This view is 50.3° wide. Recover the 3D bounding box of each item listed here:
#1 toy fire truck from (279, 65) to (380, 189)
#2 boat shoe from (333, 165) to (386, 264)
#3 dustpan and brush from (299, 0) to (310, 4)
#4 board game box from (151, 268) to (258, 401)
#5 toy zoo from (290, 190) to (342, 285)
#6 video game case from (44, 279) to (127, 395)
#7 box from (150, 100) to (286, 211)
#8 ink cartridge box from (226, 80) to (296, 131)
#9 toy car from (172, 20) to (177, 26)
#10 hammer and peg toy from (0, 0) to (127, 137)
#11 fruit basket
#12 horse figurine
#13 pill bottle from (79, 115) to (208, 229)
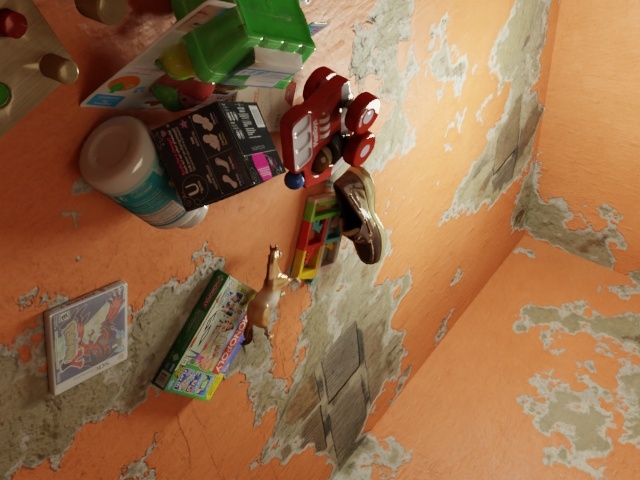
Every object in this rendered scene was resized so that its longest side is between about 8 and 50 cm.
[{"bbox_3d":[-0.003,-0.248,1.638,0.254,0.169,0.302,-43,157,-25],"label":"toy fire truck"},{"bbox_3d":[0.100,-0.052,1.978,0.123,0.123,0.341,-37,136,-27],"label":"boat shoe"},{"bbox_3d":[-0.100,-0.528,1.410,0.211,0.060,0.147,-2,114,-57],"label":"dustpan and brush"},{"bbox_3d":[-0.274,0.248,1.738,0.317,0.046,0.213,-61,149,-7],"label":"board game box"},{"bbox_3d":[0.000,0.000,1.997,0.192,0.030,0.293,-15,124,-53],"label":"toy zoo"},{"bbox_3d":[-0.476,0.199,1.403,0.183,0.023,0.201,-26,133,-47],"label":"video game case"},{"bbox_3d":[-0.184,-0.164,1.279,0.247,0.142,0.163,-47,114,-75],"label":"box"},{"bbox_3d":[-0.145,-0.300,1.505,0.198,0.067,0.115,-18,127,-54],"label":"ink cartridge box"},{"bbox_3d":[-0.209,-0.427,1.251,0.155,0.149,0.188,1,123,-53],"label":"toy car"},{"bbox_3d":[-0.463,-0.299,0.946,0.361,0.127,0.266,-52,146,-20],"label":"hammer and peg toy"},{"bbox_3d":[-0.194,-0.303,1.212,0.353,0.165,0.327,-31,169,34],"label":"fruit basket"},{"bbox_3d":[-0.136,0.159,1.778,0.263,0.066,0.174,-62,156,-11],"label":"horse figurine"},{"bbox_3d":[-0.318,-0.113,1.295,0.146,0.146,0.264,-60,151,-8],"label":"pill bottle"}]
